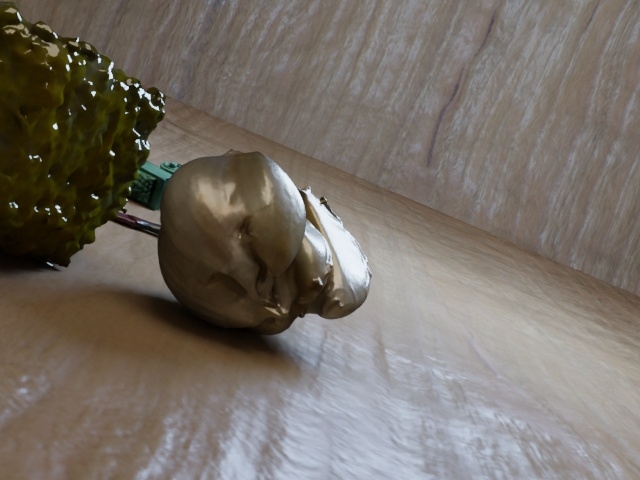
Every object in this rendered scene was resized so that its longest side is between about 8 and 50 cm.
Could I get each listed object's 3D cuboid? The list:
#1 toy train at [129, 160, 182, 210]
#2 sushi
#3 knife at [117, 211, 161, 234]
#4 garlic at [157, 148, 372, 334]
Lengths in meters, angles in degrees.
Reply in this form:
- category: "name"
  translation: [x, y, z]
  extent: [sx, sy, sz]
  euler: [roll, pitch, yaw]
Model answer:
- category: "toy train"
  translation: [-0.284, -0.103, 1.937]
  extent: [0.172, 0.070, 0.099]
  euler: [27, 20, 24]
- category: "sushi"
  translation: [-0.375, -0.148, 1.339]
  extent: [0.351, 0.240, 0.396]
  euler: [28, 2, 17]
- category: "knife"
  translation: [-0.248, -0.022, 1.717]
  extent: [0.247, 0.018, 0.035]
  euler: [19, 12, -7]
- category: "garlic"
  translation: [-0.074, 0.024, 1.412]
  extent: [0.281, 0.185, 0.203]
  euler: [43, 18, -50]
